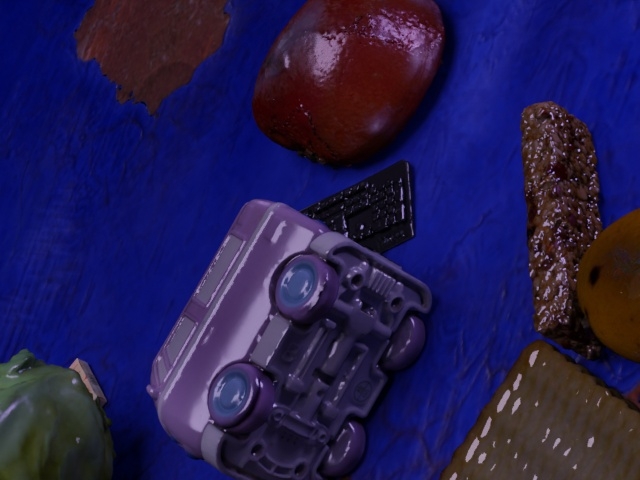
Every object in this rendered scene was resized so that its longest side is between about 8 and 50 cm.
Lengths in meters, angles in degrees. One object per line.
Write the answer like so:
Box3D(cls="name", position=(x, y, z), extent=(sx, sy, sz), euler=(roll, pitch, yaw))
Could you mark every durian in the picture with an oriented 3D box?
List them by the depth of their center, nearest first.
Box3D(cls="durian", position=(-0.281, 0.227, 1.647), extent=(0.340, 0.204, 0.256), euler=(-6, 54, 53))

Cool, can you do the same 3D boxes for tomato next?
Box3D(cls="tomato", position=(0.007, -0.155, 1.634), extent=(0.189, 0.099, 0.173), euler=(23, 87, 53))

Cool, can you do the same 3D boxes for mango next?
Box3D(cls="mango", position=(0.247, 0.027, 1.274), extent=(0.178, 0.090, 0.115), euler=(-4, 56, 37))

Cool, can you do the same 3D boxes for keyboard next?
Box3D(cls="keyboard", position=(-0.001, -0.001, 1.615), extent=(0.196, 0.015, 0.074), euler=(-26, 50, 36))

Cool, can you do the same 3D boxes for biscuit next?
Box3D(cls="biscuit", position=(0.130, 0.207, 1.332), extent=(0.254, 0.029, 0.172), euler=(-56, 39, 4))
Box3D(cls="biscuit", position=(0.173, -0.010, 1.392), extent=(0.034, 0.064, 0.199), euler=(-27, 48, 34))

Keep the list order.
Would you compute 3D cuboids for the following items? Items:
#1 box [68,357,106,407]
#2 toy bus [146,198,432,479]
Box3D(cls="box", position=(-0.233, 0.158, 1.769), extent=(0.093, 0.015, 0.058), euler=(-49, 42, 13))
Box3D(cls="toy bus", position=(-0.028, 0.085, 1.495), extent=(0.142, 0.142, 0.202), euler=(28, 88, 46))
